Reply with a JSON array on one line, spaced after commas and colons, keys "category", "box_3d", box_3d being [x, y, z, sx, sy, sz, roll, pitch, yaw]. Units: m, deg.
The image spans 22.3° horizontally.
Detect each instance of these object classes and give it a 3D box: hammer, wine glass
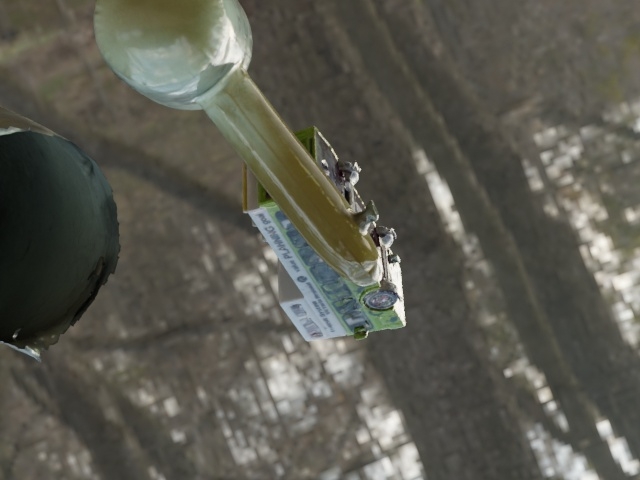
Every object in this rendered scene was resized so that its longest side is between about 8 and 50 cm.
[{"category": "hammer", "box_3d": [-0.052, -0.086, 1.279, 0.113, 0.305, 0.202, -40, 177, 6]}, {"category": "wine glass", "box_3d": [-0.173, -0.010, 0.728, 0.111, 0.111, 0.204, -25, -160, -30]}]

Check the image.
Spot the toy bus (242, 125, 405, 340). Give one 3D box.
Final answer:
[{"category": "toy bus", "box_3d": [0.000, 0.000, 1.876, 0.139, 0.302, 0.113, -14, -128, 14]}]
